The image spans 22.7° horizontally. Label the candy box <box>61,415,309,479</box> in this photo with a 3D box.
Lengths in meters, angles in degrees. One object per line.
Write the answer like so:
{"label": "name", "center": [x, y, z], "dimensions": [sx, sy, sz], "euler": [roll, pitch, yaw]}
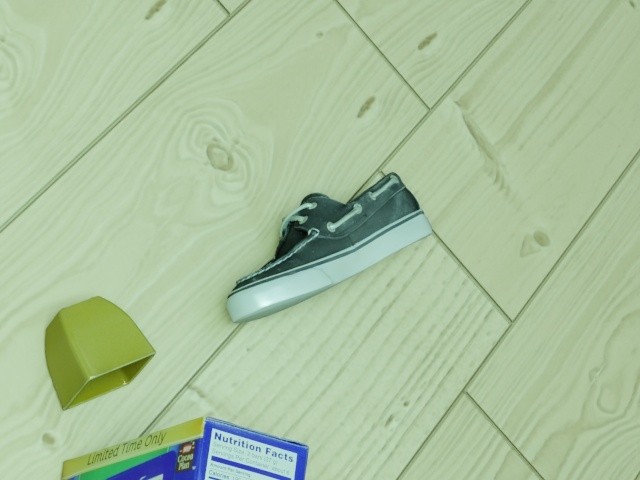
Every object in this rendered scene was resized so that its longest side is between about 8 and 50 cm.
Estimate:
{"label": "candy box", "center": [-0.148, 0.338, 1.422], "dimensions": [0.122, 0.268, 0.317], "euler": [23, 62, -29]}

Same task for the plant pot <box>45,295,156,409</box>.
{"label": "plant pot", "center": [-0.227, 0.105, 1.574], "dimensions": [0.081, 0.081, 0.083], "euler": [-21, 73, -36]}

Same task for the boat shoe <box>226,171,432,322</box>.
{"label": "boat shoe", "center": [0.000, 0.000, 1.741], "dimensions": [0.301, 0.108, 0.102], "euler": [-26, 89, -39]}
